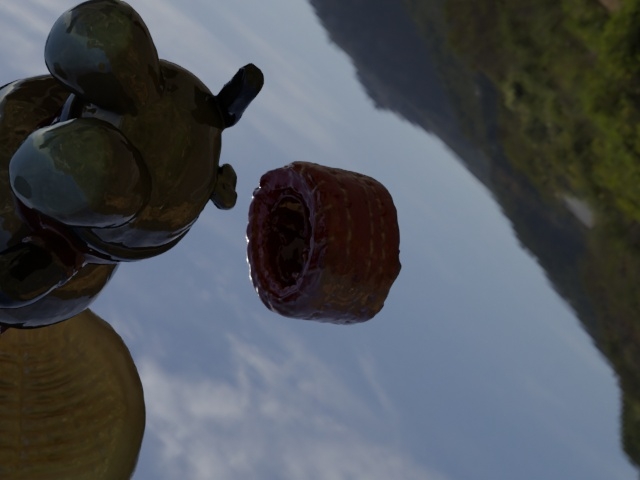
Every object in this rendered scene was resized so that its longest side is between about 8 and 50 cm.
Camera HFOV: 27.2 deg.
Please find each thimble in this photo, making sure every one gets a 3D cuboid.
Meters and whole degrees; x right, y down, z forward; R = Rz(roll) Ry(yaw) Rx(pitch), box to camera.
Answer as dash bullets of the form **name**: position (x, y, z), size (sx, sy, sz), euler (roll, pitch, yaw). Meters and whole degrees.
- **thimble**: position (0.004, 0.003, 1.533), size (0.125, 0.163, 0.190), euler (9, -125, -38)

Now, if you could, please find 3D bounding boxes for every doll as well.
- **doll**: position (-0.178, -0.046, 0.954), size (0.174, 0.235, 0.330), euler (17, 159, -32)

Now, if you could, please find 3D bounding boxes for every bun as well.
- **bun**: position (-0.397, 0.222, 1.560), size (0.364, 0.364, 0.202), euler (43, 149, 4)

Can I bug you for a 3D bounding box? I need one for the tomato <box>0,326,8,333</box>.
- **tomato**: position (-0.365, -0.027, 1.221), size (0.298, 0.298, 0.226), euler (47, -163, 22)
